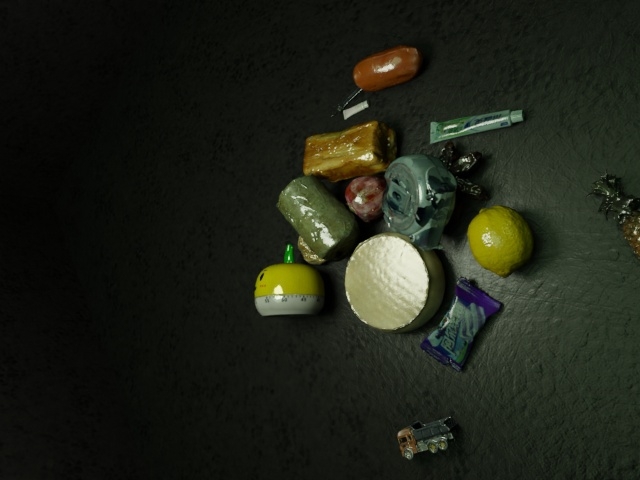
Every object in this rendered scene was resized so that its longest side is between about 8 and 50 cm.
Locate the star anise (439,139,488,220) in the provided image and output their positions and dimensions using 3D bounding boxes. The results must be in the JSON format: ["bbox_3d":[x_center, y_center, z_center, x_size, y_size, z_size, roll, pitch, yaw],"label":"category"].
[{"bbox_3d":[0.423,-0.190,1.423,0.220,0.099,0.214,50,123,28],"label":"star anise"}]

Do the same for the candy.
[{"bbox_3d":[0.429,0.261,1.397,0.145,0.070,0.275,33,103,25],"label":"candy"}]

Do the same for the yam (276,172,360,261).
[{"bbox_3d":[0.003,-0.074,1.606,0.195,0.195,0.300,-48,70,23],"label":"yam"}]

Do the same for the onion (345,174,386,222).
[{"bbox_3d":[0.182,-0.165,1.574,0.195,0.159,0.159,-41,61,-1],"label":"onion"}]

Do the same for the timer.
[{"bbox_3d":[-0.114,0.147,1.690,0.285,0.285,0.284,-4,83,36],"label":"timer"}]

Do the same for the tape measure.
[{"bbox_3d":[0.298,-0.135,1.404,0.275,0.147,0.256,-126,37,-50],"label":"tape measure"}]

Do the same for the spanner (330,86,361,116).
[{"bbox_3d":[0.113,-0.548,1.736,0.208,0.012,0.046,-40,63,27],"label":"spanner"}]

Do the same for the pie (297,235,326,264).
[{"bbox_3d":[0.000,0.000,1.727,0.163,0.079,0.193,34,97,28],"label":"pie"}]

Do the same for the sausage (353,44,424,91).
[{"bbox_3d":[0.232,-0.600,1.583,0.259,0.133,0.133,-4,83,36],"label":"sausage"}]

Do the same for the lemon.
[{"bbox_3d":[0.513,-0.002,1.294,0.181,0.181,0.193,-40,41,27],"label":"lemon"}]

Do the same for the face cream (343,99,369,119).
[{"bbox_3d":[0.133,-0.494,1.711,0.115,0.020,0.038,-17,77,37],"label":"face cream"}]

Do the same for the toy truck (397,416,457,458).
[{"bbox_3d":[0.335,0.612,1.421,0.192,0.083,0.092,-32,68,29],"label":"toy truck"}]

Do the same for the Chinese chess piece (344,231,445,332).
[{"bbox_3d":[0.240,0.137,1.501,0.338,0.141,0.337,-3,85,37],"label":"Chinese chess piece"}]

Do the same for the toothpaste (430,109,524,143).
[{"bbox_3d":[0.483,-0.365,1.429,0.297,0.048,0.074,-2,85,39],"label":"toothpaste"}]

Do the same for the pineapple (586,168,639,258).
[{"bbox_3d":[0.782,-0.065,1.146,0.125,0.125,0.251,-43,58,26],"label":"pineapple"}]

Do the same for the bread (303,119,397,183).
[{"bbox_3d":[0.104,-0.315,1.639,0.344,0.149,0.195,-3,73,37],"label":"bread"}]
